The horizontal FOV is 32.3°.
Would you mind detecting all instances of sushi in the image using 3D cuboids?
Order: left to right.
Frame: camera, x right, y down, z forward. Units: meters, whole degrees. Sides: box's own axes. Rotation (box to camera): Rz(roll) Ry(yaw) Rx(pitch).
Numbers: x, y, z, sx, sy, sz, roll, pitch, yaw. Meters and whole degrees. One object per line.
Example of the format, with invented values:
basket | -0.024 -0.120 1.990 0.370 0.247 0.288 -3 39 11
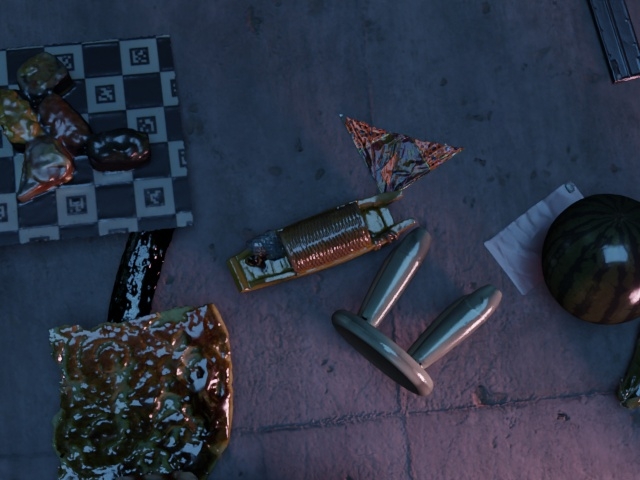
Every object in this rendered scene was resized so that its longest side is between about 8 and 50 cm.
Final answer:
sushi | -0.399 -0.175 1.766 0.359 0.064 0.343 -6 75 -8

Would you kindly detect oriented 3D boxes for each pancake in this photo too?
pancake | -0.430 -0.201 1.829 0.236 0.042 0.222 14 77 -3
pancake | -0.293 0.296 1.746 0.305 0.067 0.426 6 97 -13

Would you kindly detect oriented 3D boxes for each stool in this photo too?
stool | 0.151 0.116 1.747 0.195 0.195 0.198 42 80 3

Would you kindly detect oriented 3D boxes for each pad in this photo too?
pad | 0.381 -0.006 1.859 0.188 0.006 0.113 -36 87 -5

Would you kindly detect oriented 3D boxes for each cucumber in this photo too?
cucumber | -0.290 0.043 1.792 0.081 0.072 0.303 17 81 -44

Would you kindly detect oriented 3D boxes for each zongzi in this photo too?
zongzi | 0.518 0.208 1.822 0.109 0.055 0.119 -28 74 -3

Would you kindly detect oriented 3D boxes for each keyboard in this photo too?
keyboard | 0.503 -0.372 1.901 0.067 0.011 0.202 -15 85 -6

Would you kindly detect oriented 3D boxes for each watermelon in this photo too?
watermelon | 0.455 0.031 1.758 0.212 0.212 0.212 0 84 -2

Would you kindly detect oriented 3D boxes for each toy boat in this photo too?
toy boat | 0.000 0.000 1.788 0.310 0.115 0.089 -19 85 -4

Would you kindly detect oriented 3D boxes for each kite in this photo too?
kite | 0.125 -0.126 1.863 0.222 0.008 0.125 14 86 0

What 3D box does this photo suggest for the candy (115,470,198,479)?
candy | -0.217 0.472 1.597 0.135 0.321 0.179 0 102 -20
